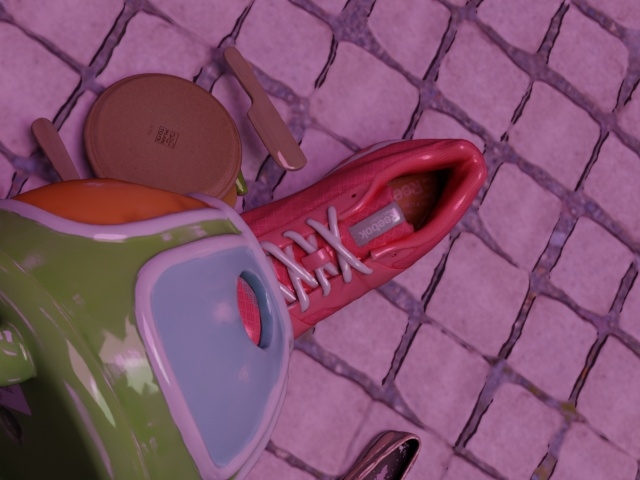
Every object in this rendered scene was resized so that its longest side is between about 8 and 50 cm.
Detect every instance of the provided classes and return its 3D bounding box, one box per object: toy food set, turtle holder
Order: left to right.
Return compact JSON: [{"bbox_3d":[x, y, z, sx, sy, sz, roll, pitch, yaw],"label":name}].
[{"bbox_3d":[-0.124,0.106,1.270,0.227,0.243,0.320,-33,87,-29],"label":"turtle holder"},{"bbox_3d":[-0.120,-0.066,1.453,0.192,0.038,0.132,-22,75,-27],"label":"toy food set"}]

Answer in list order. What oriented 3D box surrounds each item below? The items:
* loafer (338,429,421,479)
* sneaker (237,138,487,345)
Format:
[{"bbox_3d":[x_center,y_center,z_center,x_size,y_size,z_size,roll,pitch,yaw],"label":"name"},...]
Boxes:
[{"bbox_3d":[0.036,0.198,1.480,0.045,0.039,0.125,42,64,-15],"label":"loafer"},{"bbox_3d":[0.000,-0.001,1.447,0.314,0.136,0.116,-35,95,-28],"label":"sneaker"}]
